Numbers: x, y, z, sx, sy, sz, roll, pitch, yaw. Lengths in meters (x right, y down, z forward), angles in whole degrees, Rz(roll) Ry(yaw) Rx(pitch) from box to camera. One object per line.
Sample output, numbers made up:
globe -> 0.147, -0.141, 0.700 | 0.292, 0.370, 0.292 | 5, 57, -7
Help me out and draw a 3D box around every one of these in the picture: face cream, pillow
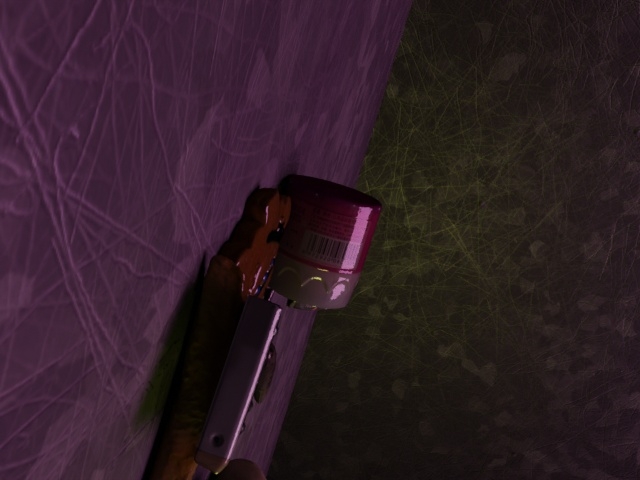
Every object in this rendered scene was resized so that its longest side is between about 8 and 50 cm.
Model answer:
face cream -> 0.000, 0.000, 1.082 | 0.175, 0.175, 0.195 | -50, 159, -76
pillow -> -0.131, 0.297, 1.446 | 0.241, 0.051, 0.093 | 102, 1, -48

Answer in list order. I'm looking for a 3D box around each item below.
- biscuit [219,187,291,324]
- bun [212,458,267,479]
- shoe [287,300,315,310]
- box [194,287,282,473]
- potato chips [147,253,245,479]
biscuit -> -0.105, 0.062, 0.912 | 0.278, 0.043, 0.302 | -63, 170, -58
bun -> -0.195, 0.606, 1.368 | 0.222, 0.127, 0.222 | -11, -103, 59
shoe -> -0.044, 0.170, 1.772 | 0.194, 0.077, 0.074 | 68, 42, -83
box -> -0.094, 0.168, 0.784 | 0.270, 0.045, 0.211 | 112, -3, -79
potato chips -> -0.161, 0.208, 0.763 | 0.080, 0.057, 0.407 | -81, -171, -81
